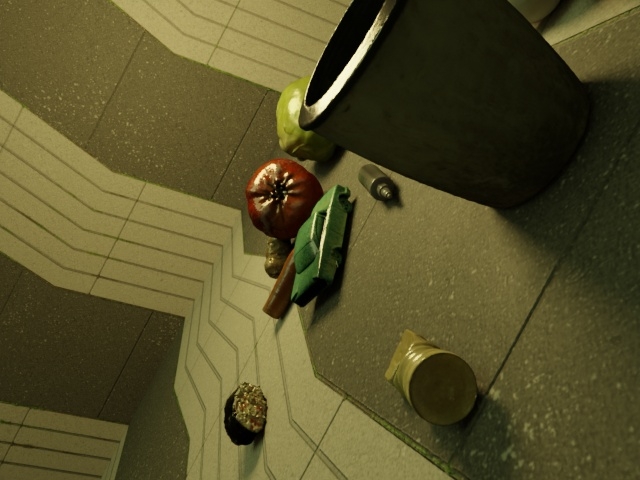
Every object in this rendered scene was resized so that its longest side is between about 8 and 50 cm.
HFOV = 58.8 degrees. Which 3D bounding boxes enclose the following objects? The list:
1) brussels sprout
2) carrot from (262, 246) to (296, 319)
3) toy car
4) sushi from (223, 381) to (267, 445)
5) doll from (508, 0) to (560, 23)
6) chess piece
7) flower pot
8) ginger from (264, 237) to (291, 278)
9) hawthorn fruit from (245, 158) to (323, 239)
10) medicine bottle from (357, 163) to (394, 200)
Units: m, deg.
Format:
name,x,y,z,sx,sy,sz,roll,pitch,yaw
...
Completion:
name,x,y,z,sx,sy,sz,roll,pitch,yaw
brussels sprout,-0.024,-0.396,1.862,0.316,0.242,0.274,-144,58,-78
carrot,-0.082,0.105,1.537,0.225,0.067,0.067,-63,17,6
toy car,0.000,0.000,1.392,0.141,0.097,0.321,-45,25,44
sushi,-0.175,0.399,1.320,0.078,0.090,0.150,-51,18,21
doll,0.340,-0.485,0.985,0.221,0.220,0.251,-107,20,-67
chess piece,0.137,0.177,0.778,0.090,0.090,0.200,-63,6,-2
flower pot,0.175,-0.206,0.794,0.294,0.330,0.294,-54,17,25
ginger,-0.128,0.043,1.741,0.204,0.080,0.104,-93,10,-63
hawthorn fruit,-0.107,-0.113,1.724,0.272,0.241,0.242,70,-135,-81
medicine bottle,0.130,-0.124,1.271,0.058,0.057,0.199,-59,18,13
